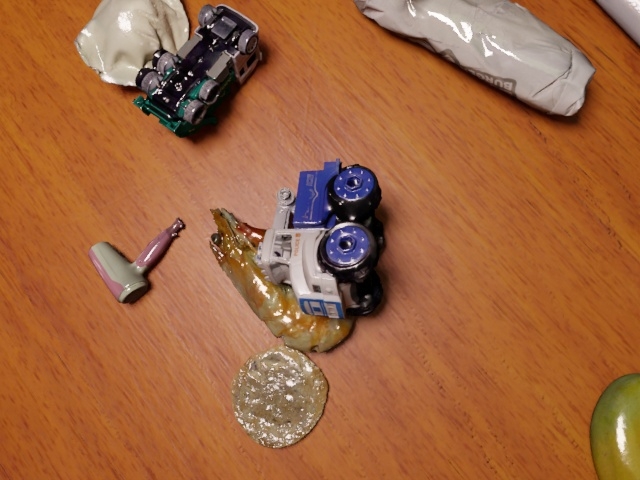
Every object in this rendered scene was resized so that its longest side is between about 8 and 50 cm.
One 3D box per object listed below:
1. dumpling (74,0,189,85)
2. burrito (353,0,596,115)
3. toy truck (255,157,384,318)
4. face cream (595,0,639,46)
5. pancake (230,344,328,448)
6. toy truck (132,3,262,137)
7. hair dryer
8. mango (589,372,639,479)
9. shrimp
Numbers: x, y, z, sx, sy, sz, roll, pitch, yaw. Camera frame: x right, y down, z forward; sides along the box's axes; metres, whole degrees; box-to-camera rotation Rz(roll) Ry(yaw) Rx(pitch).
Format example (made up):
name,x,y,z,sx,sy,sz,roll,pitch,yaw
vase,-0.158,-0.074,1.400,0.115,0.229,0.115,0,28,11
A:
name,x,y,z,sx,sy,sz,roll,pitch,yaw
dumpling,-0.298,-0.340,0.773,0.181,0.111,0.155,-33,111,7
burrito,0.215,-0.339,0.717,0.445,0.101,0.139,33,64,10
toy truck,0.000,0.000,0.649,0.176,0.161,0.213,1,59,10
face cream,0.481,-0.397,0.719,0.107,0.073,0.269,-32,79,-8
pancake,-0.062,0.236,0.702,0.151,0.025,0.152,-1,81,6
toy truck,-0.187,-0.260,0.743,0.110,0.116,0.216,34,79,8
hair dryer,-0.285,0.018,0.750,0.154,0.054,0.106,-37,76,-11
mango,0.432,0.278,0.617,0.130,0.092,0.195,7,78,8
shrimp,-0.066,0.044,0.717,0.294,0.062,0.154,43,75,7
